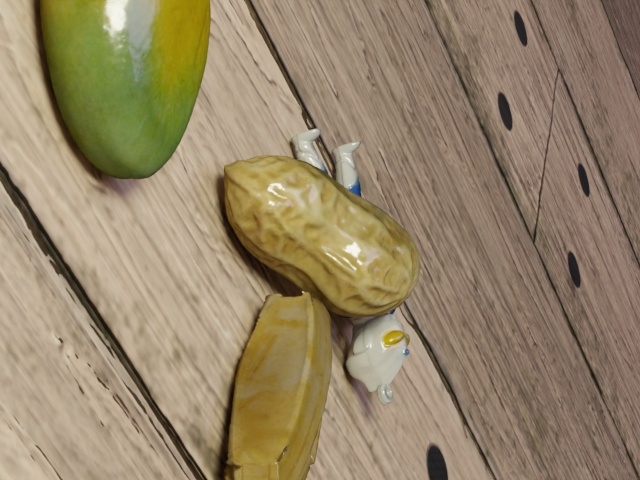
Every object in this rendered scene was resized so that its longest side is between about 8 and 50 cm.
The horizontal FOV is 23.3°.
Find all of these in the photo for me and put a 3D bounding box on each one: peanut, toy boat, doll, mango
[{"bbox_3d":[0.000,0.000,1.146,0.194,0.083,0.093,31,40,-39],"label":"peanut"},{"bbox_3d":[-0.024,0.116,1.076,0.206,0.064,0.072,-75,158,-48],"label":"toy boat"},{"bbox_3d":[0.034,0.023,1.265,0.114,0.057,0.227,17,60,-68],"label":"doll"},{"bbox_3d":[-0.121,-0.135,0.971,0.130,0.092,0.195,4,82,-68],"label":"mango"}]
